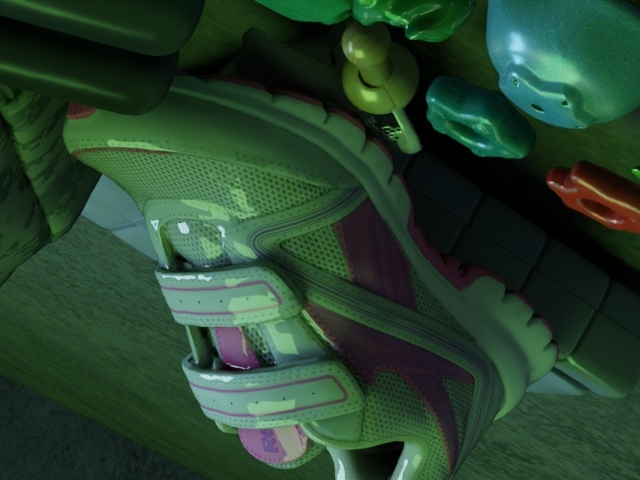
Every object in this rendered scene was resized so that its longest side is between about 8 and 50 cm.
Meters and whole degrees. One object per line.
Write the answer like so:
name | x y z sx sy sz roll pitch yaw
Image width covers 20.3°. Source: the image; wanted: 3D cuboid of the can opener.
can opener | -0.177 -0.125 0.599 0.283 0.095 0.076 14 147 -12

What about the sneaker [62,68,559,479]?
sneaker | -0.009 0.027 0.710 0.252 0.111 0.103 40 155 -29

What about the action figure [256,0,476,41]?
action figure | -0.053 -0.129 0.543 0.232 0.063 0.137 34 165 0

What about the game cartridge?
game cartridge | 0.000 0.000 0.937 0.230 0.068 0.355 38 165 -15

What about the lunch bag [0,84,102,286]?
lunch bag | -0.222 -0.053 0.768 0.213 0.256 0.305 29 167 2

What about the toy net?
toy net | 0.055 -0.055 0.644 0.122 0.045 0.232 35 168 -30
